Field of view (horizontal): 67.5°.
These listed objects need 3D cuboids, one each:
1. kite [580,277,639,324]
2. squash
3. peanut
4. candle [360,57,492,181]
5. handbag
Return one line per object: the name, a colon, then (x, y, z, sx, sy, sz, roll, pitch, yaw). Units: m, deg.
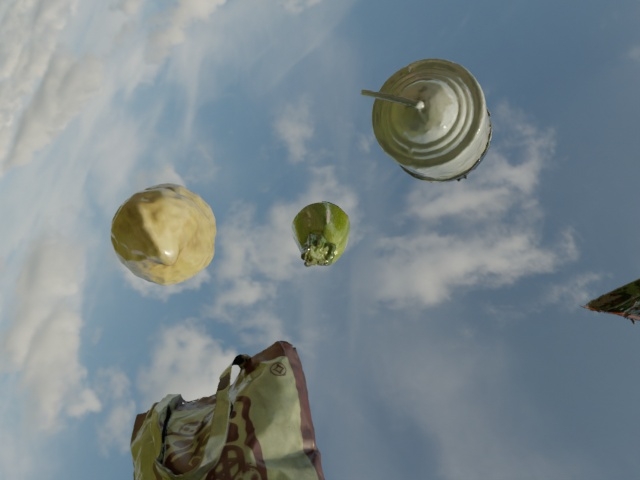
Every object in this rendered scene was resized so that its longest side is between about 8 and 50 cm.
kite: (0.207, 0.023, 0.196, 0.183, 0.014, 0.241, -48, -173, -9)
squash: (0.004, 0.008, 0.768, 0.105, 0.105, 0.132, -48, -161, 19)
peanut: (-0.130, -0.008, 0.410, 0.082, 0.082, 0.187, -64, -166, 3)
candle: (0.228, -0.233, 0.964, 0.221, 0.342, 0.221, 1, -88, 21)
handbag: (-0.094, 0.225, 0.452, 0.213, 0.127, 0.235, -23, -140, 0)
